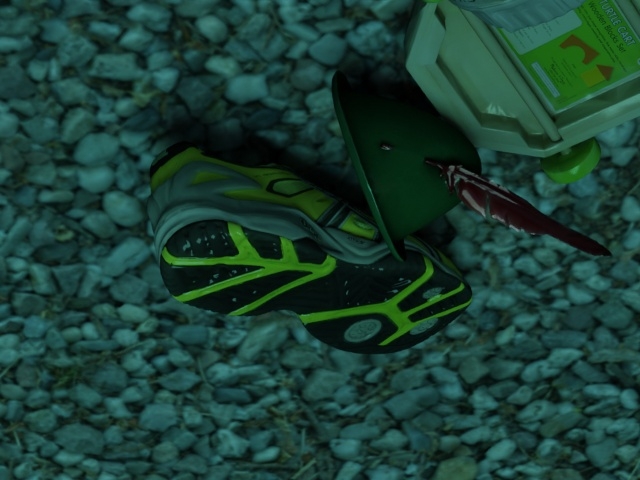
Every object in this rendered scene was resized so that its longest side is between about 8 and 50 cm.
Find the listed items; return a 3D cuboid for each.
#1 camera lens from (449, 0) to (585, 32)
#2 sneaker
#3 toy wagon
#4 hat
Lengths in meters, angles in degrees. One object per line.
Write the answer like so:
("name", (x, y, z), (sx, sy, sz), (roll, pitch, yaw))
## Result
("camera lens", (0.109, -0.320, 1.498), (0.219, 0.219, 0.274), (-33, 126, 25))
("sneaker", (0.000, 0.000, 1.858), (0.145, 0.147, 0.385), (-39, 141, 26))
("toy wagon", (0.250, -0.196, 1.723), (0.344, 0.068, 0.267), (-25, 129, 19))
("hat", (0.130, -0.083, 1.755), (0.184, 0.173, 0.208), (-19, 120, 9))
